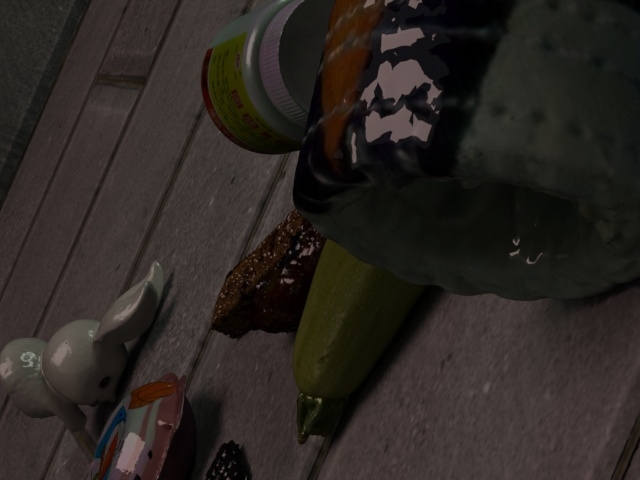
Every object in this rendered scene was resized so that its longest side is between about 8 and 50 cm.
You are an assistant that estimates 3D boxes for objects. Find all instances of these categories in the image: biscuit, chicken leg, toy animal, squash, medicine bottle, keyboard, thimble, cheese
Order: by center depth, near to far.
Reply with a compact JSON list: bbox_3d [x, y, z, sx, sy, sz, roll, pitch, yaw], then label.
[{"bbox_3d":[0.108,-0.063,1.049,0.237,0.237,0.150,-30,44,62],"label":"thimble"},{"bbox_3d":[0.026,0.060,1.357,0.094,0.094,0.224,-101,32,-61],"label":"squash"},{"bbox_3d":[0.000,0.000,1.521,0.234,0.063,0.105,-62,13,17],"label":"chicken leg"},{"bbox_3d":[-0.124,0.284,1.591,0.231,0.023,0.072,-62,20,14],"label":"keyboard"},{"bbox_3d":[-0.016,-0.152,1.637,0.139,0.139,0.225,-69,18,-9],"label":"medicine bottle"},{"bbox_3d":[-0.047,0.028,1.670,0.199,0.034,0.064,-43,28,53],"label":"biscuit"},{"bbox_3d":[-0.190,0.236,1.759,0.286,0.074,0.189,-53,20,39],"label":"cheese"},{"bbox_3d":[-0.245,0.127,2.069,0.220,0.131,0.103,-28,-1,24],"label":"toy animal"}]
